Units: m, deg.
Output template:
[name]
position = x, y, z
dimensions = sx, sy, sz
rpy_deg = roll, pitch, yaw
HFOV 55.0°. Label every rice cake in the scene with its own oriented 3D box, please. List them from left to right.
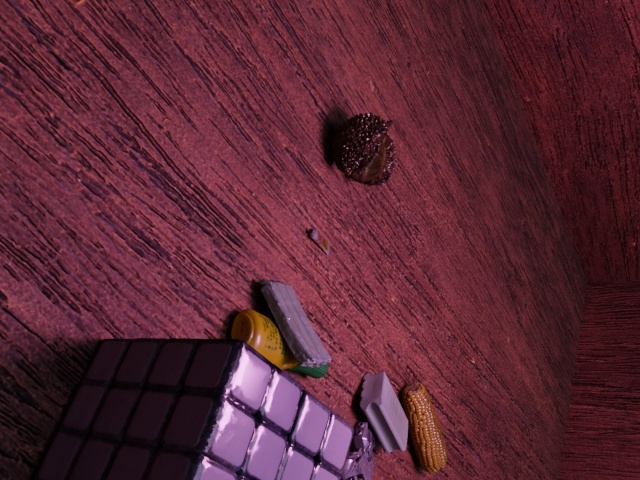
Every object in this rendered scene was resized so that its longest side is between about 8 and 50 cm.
[rice cake]
position = -0.057, 0.180, 1.361
dimensions = 0.211, 0.038, 0.124
rpy_deg = 62, 16, 21

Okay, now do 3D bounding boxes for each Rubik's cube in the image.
[Rubik's cube]
position = -0.198, 0.374, 0.976
dimensions = 0.337, 0.344, 0.344
rpy_deg = 48, 49, -41

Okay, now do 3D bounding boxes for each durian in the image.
[durian]
position = 0.128, -0.244, 1.621
dimensions = 0.196, 0.167, 0.196
rpy_deg = -35, 146, -28

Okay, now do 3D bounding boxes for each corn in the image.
[corn]
position = 0.317, 0.577, 1.854
dimensions = 0.101, 0.101, 0.310
rpy_deg = -38, 118, -48

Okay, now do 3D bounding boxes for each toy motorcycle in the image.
[toy motorcycle]
position = 0.087, 0.555, 1.572
dimensions = 0.122, 0.080, 0.215
rpy_deg = 64, 31, -24

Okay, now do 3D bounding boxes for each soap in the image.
[soap]
position = 0.176, 0.470, 1.680
dimensions = 0.119, 0.066, 0.198
rpy_deg = -74, 143, -56

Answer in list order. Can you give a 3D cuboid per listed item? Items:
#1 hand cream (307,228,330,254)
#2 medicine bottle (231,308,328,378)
[hand cream]
position = 0.000, 0.000, 1.554
dimensions = 0.102, 0.022, 0.035
rpy_deg = 44, 48, -47
[medicine bottle]
position = -0.080, 0.246, 1.371
dimensions = 0.309, 0.076, 0.111
rpy_deg = 37, 39, -47
